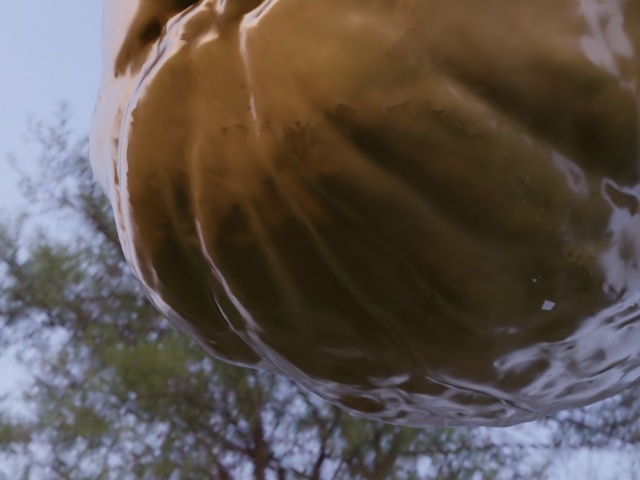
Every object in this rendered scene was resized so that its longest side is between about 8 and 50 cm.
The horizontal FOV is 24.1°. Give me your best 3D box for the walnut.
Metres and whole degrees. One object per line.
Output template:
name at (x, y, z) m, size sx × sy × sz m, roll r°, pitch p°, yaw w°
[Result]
walnut at (0.043, -0.046, 0.502) m, size 0.225 × 0.225 × 0.261 m, roll -10°, pitch -17°, yaw 32°
